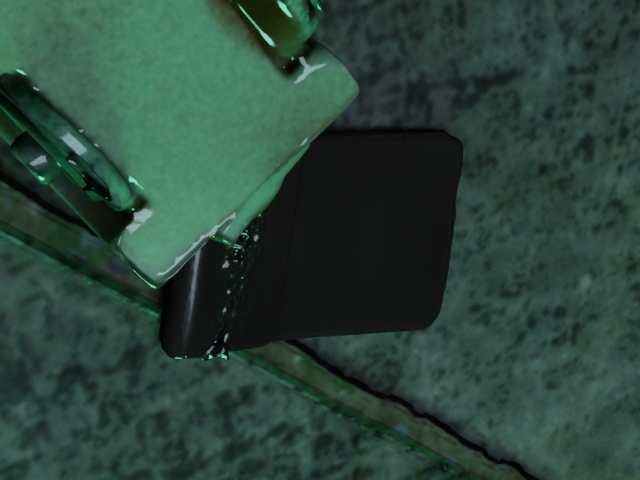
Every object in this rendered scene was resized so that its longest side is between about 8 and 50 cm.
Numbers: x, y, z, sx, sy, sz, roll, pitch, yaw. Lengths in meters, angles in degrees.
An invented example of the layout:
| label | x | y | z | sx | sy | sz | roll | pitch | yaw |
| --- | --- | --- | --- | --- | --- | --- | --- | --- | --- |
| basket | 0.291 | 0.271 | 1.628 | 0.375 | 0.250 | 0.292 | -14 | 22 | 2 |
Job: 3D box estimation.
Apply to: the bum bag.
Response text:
| label | x | y | z | sx | sy | sz | roll | pitch | yaw |
| --- | --- | --- | --- | --- | --- | --- | --- | --- | --- |
| bum bag | 0.000 | 0.000 | 0.735 | 0.159 | 0.026 | 0.109 | -4 | 108 | -31 |

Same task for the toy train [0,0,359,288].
| label | x | y | z | sx | sy | sz | roll | pitch | yaw |
| --- | --- | --- | --- | --- | --- | --- | --- | --- | --- |
| toy train | -0.122 | -0.129 | 0.534 | 0.129 | 0.159 | 0.326 | -46 | 128 | -6 |
